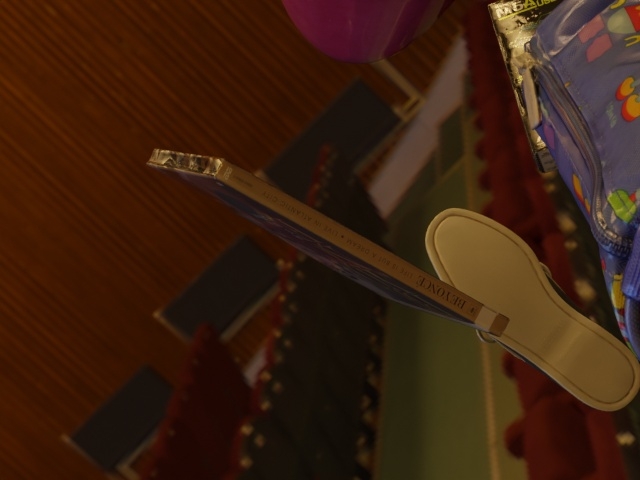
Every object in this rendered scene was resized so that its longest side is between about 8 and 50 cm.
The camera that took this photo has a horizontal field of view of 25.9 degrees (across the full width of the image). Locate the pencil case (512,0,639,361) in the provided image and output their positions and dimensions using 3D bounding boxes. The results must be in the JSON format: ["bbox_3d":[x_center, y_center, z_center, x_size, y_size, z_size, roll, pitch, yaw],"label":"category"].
[{"bbox_3d":[0.174,-0.044,0.685,0.306,0.133,0.119,-91,6,-64],"label":"pencil case"}]

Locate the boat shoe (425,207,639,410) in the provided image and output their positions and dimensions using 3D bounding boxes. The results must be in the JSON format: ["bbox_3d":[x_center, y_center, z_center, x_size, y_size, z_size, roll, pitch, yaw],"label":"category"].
[{"bbox_3d":[0.198,0.066,1.335,0.095,0.254,0.079,-54,4,-6],"label":"boat shoe"}]

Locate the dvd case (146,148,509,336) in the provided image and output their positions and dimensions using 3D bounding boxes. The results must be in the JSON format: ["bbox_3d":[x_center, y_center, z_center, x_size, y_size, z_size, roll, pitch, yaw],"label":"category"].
[{"bbox_3d":[0.000,0.000,0.928,0.018,0.221,0.164,-63,22,-5],"label":"dvd case"}]

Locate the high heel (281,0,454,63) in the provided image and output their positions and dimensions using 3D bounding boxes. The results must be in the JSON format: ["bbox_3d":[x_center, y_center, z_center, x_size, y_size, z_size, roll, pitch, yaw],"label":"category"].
[{"bbox_3d":[0.026,-0.093,0.318,0.244,0.082,0.117,116,161,-55],"label":"high heel"}]

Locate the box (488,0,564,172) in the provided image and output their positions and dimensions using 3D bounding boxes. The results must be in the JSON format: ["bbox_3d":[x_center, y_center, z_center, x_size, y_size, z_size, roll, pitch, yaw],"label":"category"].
[{"bbox_3d":[0.267,-0.172,1.285,0.190,0.045,0.184,-19,54,11],"label":"box"}]
